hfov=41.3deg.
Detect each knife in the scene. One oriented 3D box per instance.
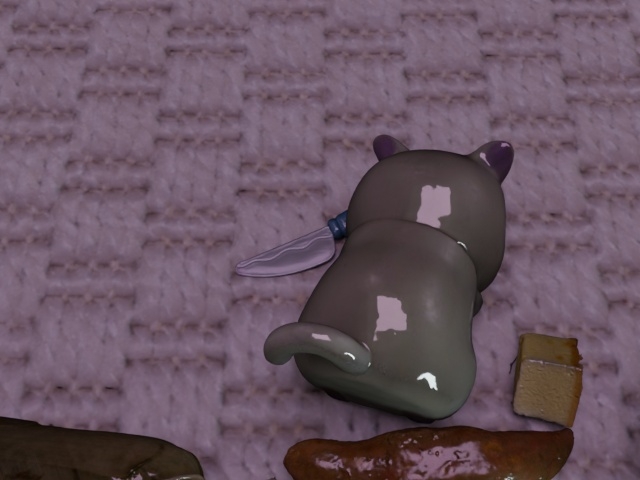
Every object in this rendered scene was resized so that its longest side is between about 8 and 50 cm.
[{"bbox_3d":[0.002,0.001,1.156,0.244,0.032,0.058,-28,72,-11],"label":"knife"}]

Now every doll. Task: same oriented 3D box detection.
[{"bbox_3d":[0.102,0.053,1.025,0.215,0.226,0.370,5,47,32],"label":"doll"}]

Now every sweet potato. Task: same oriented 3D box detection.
[{"bbox_3d":[0.137,0.256,0.965,0.355,0.095,0.106,-3,19,-7],"label":"sweet potato"}]

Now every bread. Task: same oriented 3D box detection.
[{"bbox_3d":[0.280,0.167,1.063,0.084,0.080,0.109,10,18,9],"label":"bread"}]

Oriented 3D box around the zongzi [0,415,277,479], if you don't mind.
[{"bbox_3d":[-0.336,0.203,0.916,0.500,0.218,0.466,-20,62,-12],"label":"zongzi"}]
